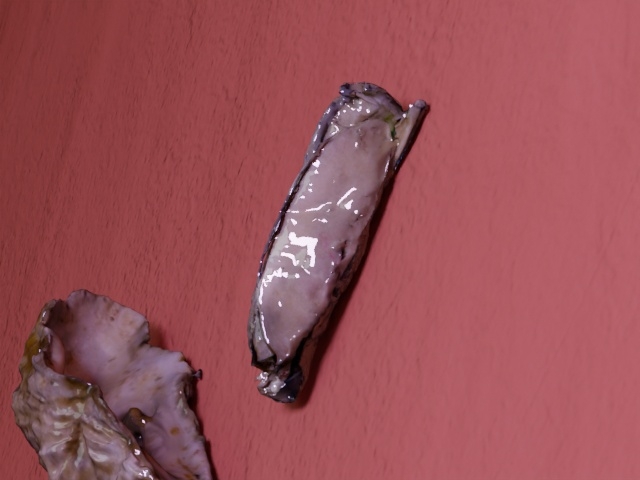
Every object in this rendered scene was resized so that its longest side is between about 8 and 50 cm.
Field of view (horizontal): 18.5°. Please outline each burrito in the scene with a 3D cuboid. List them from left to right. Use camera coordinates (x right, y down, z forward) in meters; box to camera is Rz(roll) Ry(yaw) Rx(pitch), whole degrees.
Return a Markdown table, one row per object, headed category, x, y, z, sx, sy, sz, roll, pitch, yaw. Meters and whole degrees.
| category | x | y | z | sx | sy | sz | roll | pitch | yaw |
| --- | --- | --- | --- | --- | --- | --- | --- | --- | --- |
| burrito | 0.002 | 0.001 | 1.332 | 0.058 | 0.063 | 0.229 | 27 | 96 | 38 |

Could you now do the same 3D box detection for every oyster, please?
| category | x | y | z | sx | sy | sz | roll | pitch | yaw |
| --- | --- | --- | --- | --- | --- | --- | --- | --- | --- |
| oyster | -0.152 | 0.150 | 1.461 | 0.110 | 0.166 | 0.341 | -51 | 46 | 18 |
